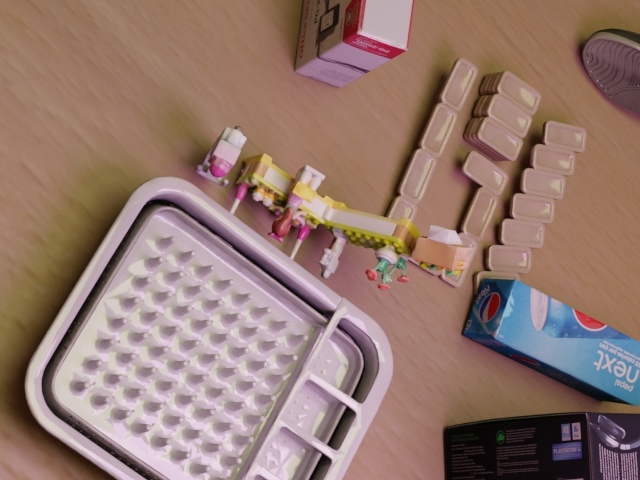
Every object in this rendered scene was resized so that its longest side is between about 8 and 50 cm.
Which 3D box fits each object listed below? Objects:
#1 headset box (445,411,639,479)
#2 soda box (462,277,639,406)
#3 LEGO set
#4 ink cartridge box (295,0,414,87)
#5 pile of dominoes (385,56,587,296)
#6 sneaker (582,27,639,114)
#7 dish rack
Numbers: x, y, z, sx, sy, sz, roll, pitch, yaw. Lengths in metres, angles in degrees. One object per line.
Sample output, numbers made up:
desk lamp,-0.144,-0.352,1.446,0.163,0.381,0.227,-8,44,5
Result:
headset box,0.315,0.251,1.801,0.283,0.246,0.131,4,79,-30
soda box,0.265,0.113,1.897,0.210,0.067,0.071,26,78,-26
LEGO set,0.000,0.000,1.726,0.287,0.132,0.107,27,72,-1
ink cartridge box,0.036,-0.234,1.782,0.063,0.150,0.109,14,74,-24
pile of dominoes,0.177,-0.063,1.916,0.196,0.040,0.251,32,74,-24
sneaker,0.413,-0.207,2.061,0.222,0.083,0.118,26,41,-11
dish rack,-0.111,0.131,1.668,0.333,0.072,0.286,38,65,-20
